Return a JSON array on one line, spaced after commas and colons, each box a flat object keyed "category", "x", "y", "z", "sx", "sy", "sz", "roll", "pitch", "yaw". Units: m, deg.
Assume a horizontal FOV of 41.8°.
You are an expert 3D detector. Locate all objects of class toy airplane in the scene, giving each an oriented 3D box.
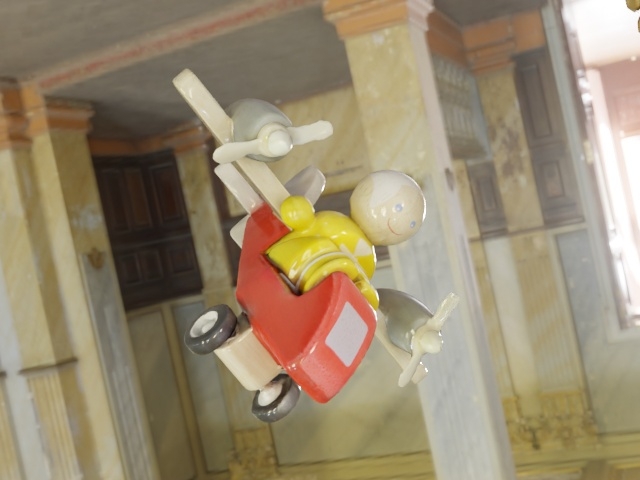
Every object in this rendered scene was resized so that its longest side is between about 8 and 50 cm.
[{"category": "toy airplane", "x": 0.000, "y": 0.000, "z": 0.993, "sx": 0.272, "sy": 0.384, "sz": 0.386, "roll": -31, "pitch": 162, "yaw": 15}]

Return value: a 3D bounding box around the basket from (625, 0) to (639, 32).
[{"category": "basket", "x": 0.272, "y": -0.202, "z": 0.399, "sx": 0.299, "sy": 0.223, "sz": 0.213, "roll": -8, "pitch": 160, "yaw": -42}]
